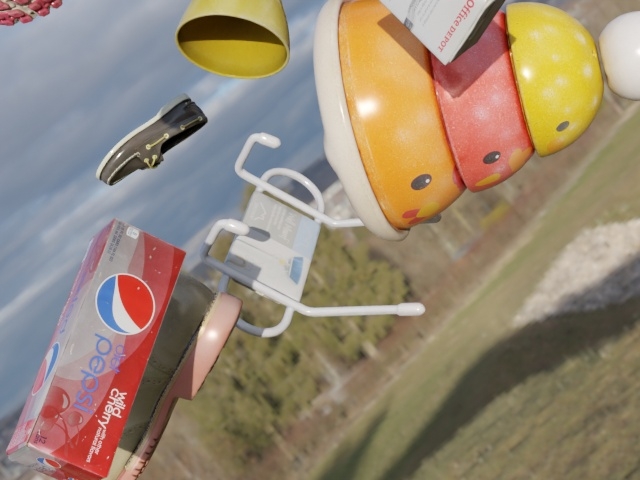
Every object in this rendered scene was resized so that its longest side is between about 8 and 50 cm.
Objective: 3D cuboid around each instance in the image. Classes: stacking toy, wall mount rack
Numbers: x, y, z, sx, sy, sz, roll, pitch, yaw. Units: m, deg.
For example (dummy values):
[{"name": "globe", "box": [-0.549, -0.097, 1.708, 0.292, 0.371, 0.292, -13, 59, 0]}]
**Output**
[{"name": "stacking toy", "box": [0.252, -0.211, 1.655, 0.480, 0.351, 0.350, -13, 11, 17]}, {"name": "wall mount rack", "box": [0.000, 0.000, 1.747, 0.130, 0.304, 0.350, -55, 12, 41]}]

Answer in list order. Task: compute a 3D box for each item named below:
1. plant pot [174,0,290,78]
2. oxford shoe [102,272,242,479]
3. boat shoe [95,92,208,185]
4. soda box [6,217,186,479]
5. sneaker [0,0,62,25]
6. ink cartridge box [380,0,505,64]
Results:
[{"name": "plant pot", "box": [-0.095, -0.264, 1.444, 0.134, 0.134, 0.095, -35, 42, 58]}, {"name": "oxford shoe", "box": [-0.251, 0.196, 1.550, 0.397, 0.146, 0.140, -57, 8, 17]}, {"name": "boat shoe", "box": [-0.304, -0.172, 2.232, 0.228, 0.068, 0.081, -43, -9, -15]}, {"name": "soda box", "box": [-0.231, 0.116, 1.283, 0.083, 0.092, 0.263, -29, 38, 55]}, {"name": "sneaker", "box": [-0.323, -0.382, 1.459, 0.299, 0.112, 0.121, -57, -35, -13]}, {"name": "ink cartridge box", "box": [0.123, -0.282, 1.333, 0.063, 0.150, 0.109, -37, -12, -35]}]
